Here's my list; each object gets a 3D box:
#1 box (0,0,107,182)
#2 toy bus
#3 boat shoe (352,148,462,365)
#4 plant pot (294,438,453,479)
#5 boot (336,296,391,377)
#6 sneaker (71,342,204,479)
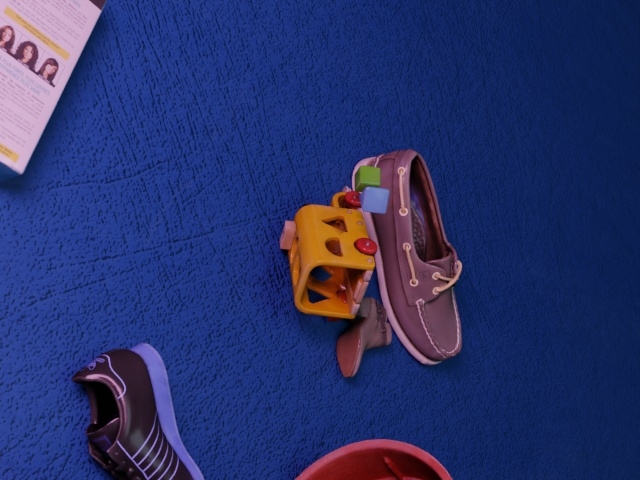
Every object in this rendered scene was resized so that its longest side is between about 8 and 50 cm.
[{"bbox_3d":[-0.307,-0.186,0.938,0.100,0.060,0.244,39,55,-35],"label":"box"},{"bbox_3d":[0.003,0.003,1.192,0.104,0.202,0.191,8,81,-15],"label":"toy bus"},{"bbox_3d":[0.145,0.027,1.349,0.117,0.097,0.324,-25,99,-47],"label":"boat shoe"},{"bbox_3d":[0.102,0.422,1.111,0.265,0.272,0.272,50,48,-38],"label":"plant pot"},{"bbox_3d":[0.065,0.134,1.280,0.087,0.042,0.118,20,67,-46],"label":"boot"},{"bbox_3d":[-0.187,0.226,0.964,0.090,0.081,0.232,-17,87,-45],"label":"sneaker"}]
